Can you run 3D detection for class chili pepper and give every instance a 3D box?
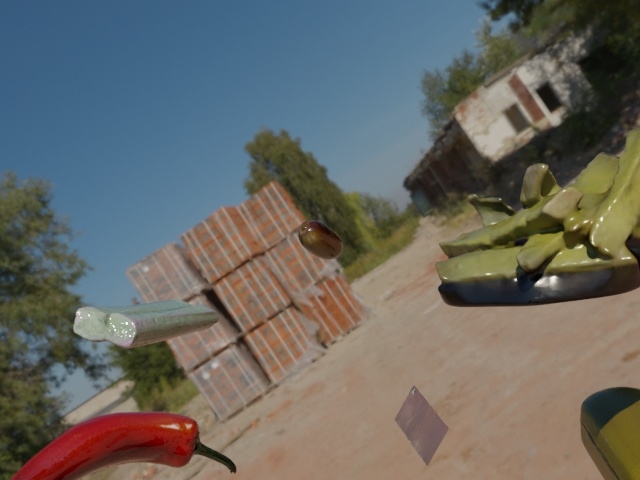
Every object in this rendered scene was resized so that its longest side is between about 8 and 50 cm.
[{"bbox_3d":[-0.307,0.327,1.012,0.368,0.137,0.092,-4,-23,-36],"label":"chili pepper"}]

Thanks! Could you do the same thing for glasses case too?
[{"bbox_3d":[0.610,0.387,1.251,0.173,0.141,0.371,-3,14,4],"label":"glasses case"}]

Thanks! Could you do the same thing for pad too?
[{"bbox_3d":[0.250,0.458,1.696,0.113,0.006,0.188,-63,27,12],"label":"pad"}]

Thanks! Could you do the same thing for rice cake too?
[{"bbox_3d":[-0.209,0.101,0.850,0.222,0.080,0.042,7,-85,-73],"label":"rice cake"}]

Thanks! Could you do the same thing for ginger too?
[{"bbox_3d":[0.381,-0.051,1.112,0.413,0.211,0.358,-12,11,11],"label":"ginger"}]

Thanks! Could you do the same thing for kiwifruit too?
[{"bbox_3d":[0.000,0.000,1.521,0.075,0.075,0.124,-34,-41,25],"label":"kiwifruit"}]
